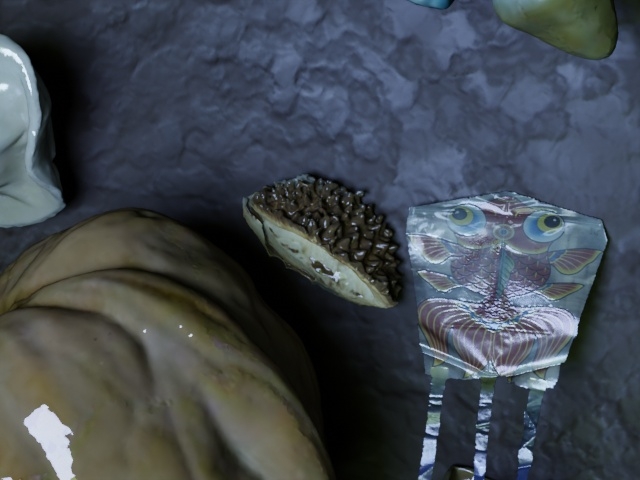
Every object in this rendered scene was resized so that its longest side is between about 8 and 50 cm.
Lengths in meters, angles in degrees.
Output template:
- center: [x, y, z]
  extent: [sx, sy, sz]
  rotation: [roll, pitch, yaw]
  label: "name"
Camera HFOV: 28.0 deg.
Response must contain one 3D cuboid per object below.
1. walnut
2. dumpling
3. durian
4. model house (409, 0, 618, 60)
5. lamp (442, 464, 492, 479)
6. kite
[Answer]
- center: [-0.127, 0.143, 0.790]
  extent: [0.285, 0.296, 0.285]
  rotation: [12, 129, 16]
  label: "walnut"
- center: [-0.229, -0.066, 0.881]
  extent: [0.169, 0.100, 0.134]
  rotation: [-29, 104, 25]
  label: "dumpling"
- center: [0.005, -0.005, 0.850]
  extent: [0.130, 0.052, 0.066]
  rotation: [35, 149, 13]
  label: "durian"
- center: [0.068, -0.240, 0.687]
  extent: [0.267, 0.194, 0.325]
  rotation: [-28, 111, 36]
  label: "model house"
- center: [0.104, 0.320, 0.852]
  extent: [0.089, 0.090, 0.325]
  rotation: [7, 104, 19]
  label: "lamp"
- center: [0.099, 0.080, 0.794]
  extent: [0.127, 0.016, 0.229]
  rotation: [8, 77, 19]
  label: "kite"
